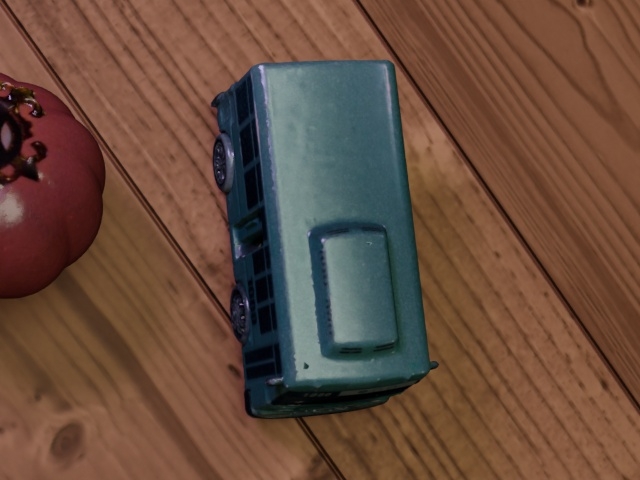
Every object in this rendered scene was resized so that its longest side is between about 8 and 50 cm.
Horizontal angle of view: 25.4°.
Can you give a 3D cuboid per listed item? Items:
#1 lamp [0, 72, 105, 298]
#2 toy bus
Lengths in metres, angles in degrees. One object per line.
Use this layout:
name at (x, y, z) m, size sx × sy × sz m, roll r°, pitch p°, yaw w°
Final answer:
lamp at (-0.240, -0.033, 0.986) m, size 0.182 × 0.140 × 0.182 m, roll 7°, pitch 50°, yaw -9°
toy bus at (0.000, 0.000, 1.060) m, size 0.128 × 0.147 × 0.256 m, roll -4°, pitch 81°, yaw -18°
